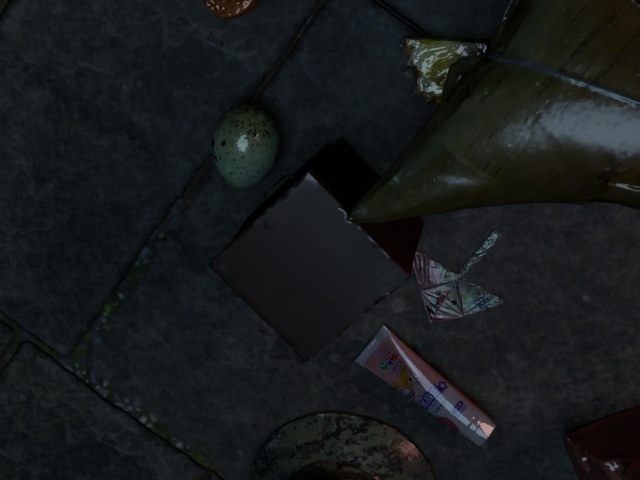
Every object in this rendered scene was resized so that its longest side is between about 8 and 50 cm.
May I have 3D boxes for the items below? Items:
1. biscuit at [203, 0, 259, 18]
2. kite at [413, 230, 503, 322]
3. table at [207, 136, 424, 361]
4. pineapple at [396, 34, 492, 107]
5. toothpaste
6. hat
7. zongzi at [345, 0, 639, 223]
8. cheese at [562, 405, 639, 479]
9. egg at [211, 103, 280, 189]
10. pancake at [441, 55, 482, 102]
[{"bbox_3d":[-0.094,-0.378,1.347,0.192,0.036,0.186,-35,97,20],"label":"biscuit"},{"bbox_3d":[0.174,0.044,1.461,0.137,0.005,0.152,28,111,0],"label":"kite"},{"bbox_3d":[0.000,0.000,1.378,0.169,0.193,0.172,-41,97,21],"label":"table"},{"bbox_3d":[0.156,-0.199,1.344,0.137,0.069,0.116,45,112,-5],"label":"pineapple"},{"bbox_3d":[0.141,0.193,1.504,0.194,0.043,0.067,37,115,3],"label":"toothpaste"},{"bbox_3d":[0.017,0.363,1.542,0.265,0.128,0.265,4,108,13],"label":"hat"},{"bbox_3d":[0.275,-0.068,1.199,0.356,0.174,0.393,40,95,13],"label":"zongzi"},{"bbox_3d":[0.428,0.269,1.418,0.177,0.203,0.128,-29,101,-10],"label":"cheese"},{"bbox_3d":[-0.092,-0.114,1.414,0.085,0.085,0.110,7,118,8],"label":"egg"},{"bbox_3d":[0.248,-0.159,1.321,0.235,0.029,0.212,-46,110,1],"label":"pancake"}]
